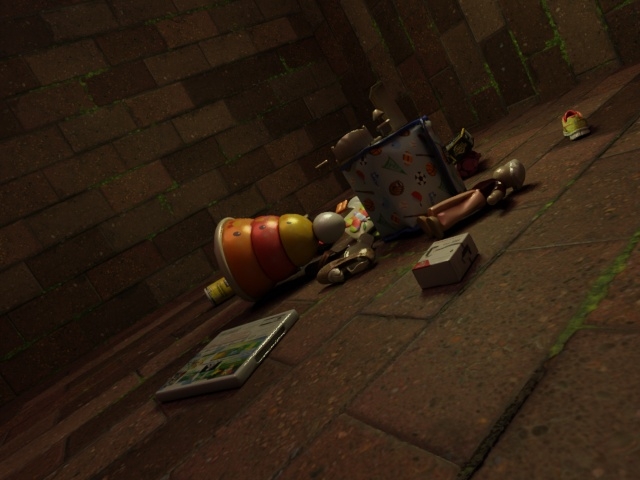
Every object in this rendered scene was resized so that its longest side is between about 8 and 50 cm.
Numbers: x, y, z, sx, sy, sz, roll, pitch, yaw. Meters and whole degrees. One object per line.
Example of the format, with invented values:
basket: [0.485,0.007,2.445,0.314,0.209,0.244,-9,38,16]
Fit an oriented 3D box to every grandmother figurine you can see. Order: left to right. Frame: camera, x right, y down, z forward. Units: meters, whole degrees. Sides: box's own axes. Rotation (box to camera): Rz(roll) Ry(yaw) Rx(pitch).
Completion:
grandmother figurine: [0.462,-0.128,1.208,0.342,0.104,0.208,-33,18,-7]

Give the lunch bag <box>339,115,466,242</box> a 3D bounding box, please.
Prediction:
lunch bag: [0.328,-0.235,1.450,0.385,0.328,0.239,-32,5,-28]

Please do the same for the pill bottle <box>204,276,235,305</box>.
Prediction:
pill bottle: [-0.466,0.234,2.008,0.184,0.103,0.103,-32,10,-13]

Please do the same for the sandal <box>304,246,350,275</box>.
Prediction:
sandal: [0.018,0.070,1.530,0.219,0.060,0.090,-22,24,37]

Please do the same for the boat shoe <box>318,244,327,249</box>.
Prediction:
boat shoe: [0.000,0.000,1.980,0.112,0.096,0.335,7,15,-2]

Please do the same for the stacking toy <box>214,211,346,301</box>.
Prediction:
stacking toy: [-0.129,0.005,1.578,0.479,0.351,0.350,-21,11,12]

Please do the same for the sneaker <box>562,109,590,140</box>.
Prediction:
sneaker: [0.909,-0.426,1.469,0.081,0.094,0.208,-26,8,28]

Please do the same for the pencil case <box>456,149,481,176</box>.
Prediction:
pencil case: [0.660,-0.347,1.822,0.098,0.095,0.209,-8,20,26]

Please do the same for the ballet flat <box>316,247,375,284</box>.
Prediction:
ballet flat: [0.079,0.089,1.284,0.206,0.073,0.067,-31,23,11]

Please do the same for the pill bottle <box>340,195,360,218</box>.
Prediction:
pill bottle: [0.216,-0.141,1.800,0.162,0.162,0.278,-20,13,44]

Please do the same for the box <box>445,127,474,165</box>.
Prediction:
box: [0.551,-0.349,1.859,0.322,0.079,0.257,-48,1,29]

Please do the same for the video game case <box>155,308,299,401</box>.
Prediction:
video game case: [-0.253,0.317,1.140,0.329,0.036,0.300,-22,11,33]

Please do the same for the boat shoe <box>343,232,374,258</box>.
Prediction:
boat shoe: [0.132,0.049,1.418,0.206,0.075,0.065,-50,-21,-51]

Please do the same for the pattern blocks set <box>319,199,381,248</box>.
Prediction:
pattern blocks set: [0.161,-0.085,1.600,0.285,0.026,0.325,20,68,39]

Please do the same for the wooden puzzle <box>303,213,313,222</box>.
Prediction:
wooden puzzle: [-0.143,-0.052,2.179,0.221,0.044,0.239,-31,-8,1]

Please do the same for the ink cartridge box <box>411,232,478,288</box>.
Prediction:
ink cartridge box: [0.283,0.045,0.927,0.099,0.056,0.135,-21,13,44]

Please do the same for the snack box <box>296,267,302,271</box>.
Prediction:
snack box: [-0.165,0.052,1.909,0.187,0.060,0.322,-26,30,20]

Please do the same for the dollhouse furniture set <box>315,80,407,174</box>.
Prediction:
dollhouse furniture set: [0.113,-0.390,1.502,0.355,0.174,0.303,-32,0,5]
